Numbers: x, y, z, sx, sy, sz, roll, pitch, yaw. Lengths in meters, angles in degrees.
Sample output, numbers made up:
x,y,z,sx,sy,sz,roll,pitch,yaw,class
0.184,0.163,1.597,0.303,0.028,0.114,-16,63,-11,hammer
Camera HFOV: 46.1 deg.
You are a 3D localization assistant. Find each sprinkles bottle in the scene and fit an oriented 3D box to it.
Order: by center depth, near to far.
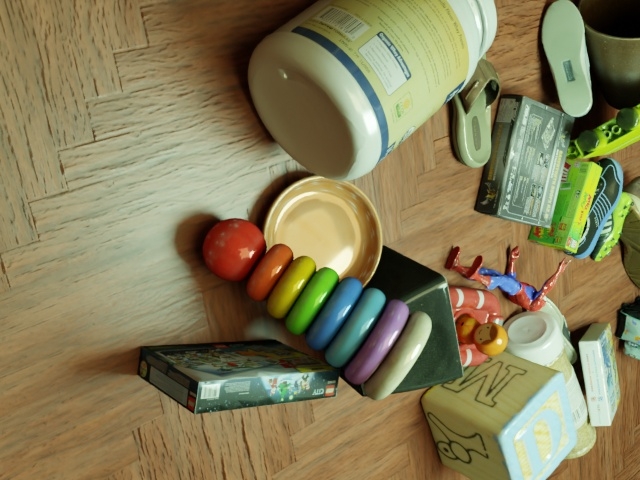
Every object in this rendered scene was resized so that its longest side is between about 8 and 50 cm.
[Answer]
x,y,z,sx,sy,sz,roll,pitch,yaw,class
0.486,0.312,1.597,0.121,0.121,0.355,-43,124,-24,sprinkles bottle

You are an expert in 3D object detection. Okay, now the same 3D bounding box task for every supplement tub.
x,y,z,sx,sy,sz,roll,pitch,yaw,class
0.079,-0.257,1.064,0.316,0.228,0.228,-42,123,-24,supplement tub

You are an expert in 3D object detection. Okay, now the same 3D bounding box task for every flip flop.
x,y,z,sx,sy,sz,roll,pitch,yaw,class
0.274,-0.259,1.320,0.112,0.080,0.277,-24,115,-33,flip flop

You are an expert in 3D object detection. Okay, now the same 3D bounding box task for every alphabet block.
x,y,z,sx,sy,sz,roll,pitch,yaw,class
0.341,0.344,1.436,0.193,0.197,0.192,-34,120,-29,alphabet block

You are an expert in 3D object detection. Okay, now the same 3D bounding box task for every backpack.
x,y,z,sx,sy,sz,roll,pitch,yaw,class
0.834,0.226,1.818,0.166,0.188,0.144,-13,108,-37,backpack

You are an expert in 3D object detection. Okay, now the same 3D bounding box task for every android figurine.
x,y,z,sx,sy,sz,roll,pitch,yaw,class
0.619,-0.231,1.513,0.273,0.248,0.056,-16,78,-48,android figurine

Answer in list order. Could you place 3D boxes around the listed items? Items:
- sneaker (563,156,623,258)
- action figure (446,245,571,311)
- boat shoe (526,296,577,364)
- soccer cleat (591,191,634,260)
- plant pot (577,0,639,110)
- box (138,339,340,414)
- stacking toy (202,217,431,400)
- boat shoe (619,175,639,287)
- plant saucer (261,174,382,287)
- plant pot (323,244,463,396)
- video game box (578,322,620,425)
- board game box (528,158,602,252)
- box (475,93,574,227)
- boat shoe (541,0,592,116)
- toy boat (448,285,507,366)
x,y,z,sx,sy,sz,roll,pitch,yaw,class
0.573,-0.077,1.606,0.090,0.081,0.232,23,86,-47,sneaker
0.379,0.053,1.467,0.280,0.091,0.139,28,91,-40,action figure
0.495,0.184,1.629,0.206,0.075,0.065,56,22,-27,boat shoe
0.639,-0.036,1.687,0.060,0.072,0.178,-16,131,-34,soccer cleat
0.634,-0.382,1.527,0.215,0.215,0.230,-47,143,-21,plant pot
-0.112,0.185,1.052,0.233,0.159,0.044,3,97,-40,box
-0.016,0.075,1.044,0.330,0.141,0.141,34,74,2,stacking toy
0.781,-0.004,1.772,0.123,0.123,0.342,-47,119,-20,boat shoe
0.000,0.000,1.154,0.200,0.037,0.199,0,90,-24,plant saucer
0.096,0.143,1.211,0.167,0.187,0.188,-23,115,-19,plant pot
0.627,0.294,1.682,0.205,0.048,0.187,-13,97,-62,video game box
0.499,-0.073,1.538,0.043,0.092,0.181,20,87,-40,board game box
0.400,-0.150,1.464,0.183,0.056,0.230,9,94,-42,box
0.484,-0.353,1.477,0.081,0.079,0.227,-18,98,-71,boat shoe
0.270,0.166,1.366,0.231,0.151,0.150,7,95,-40,toy boat
